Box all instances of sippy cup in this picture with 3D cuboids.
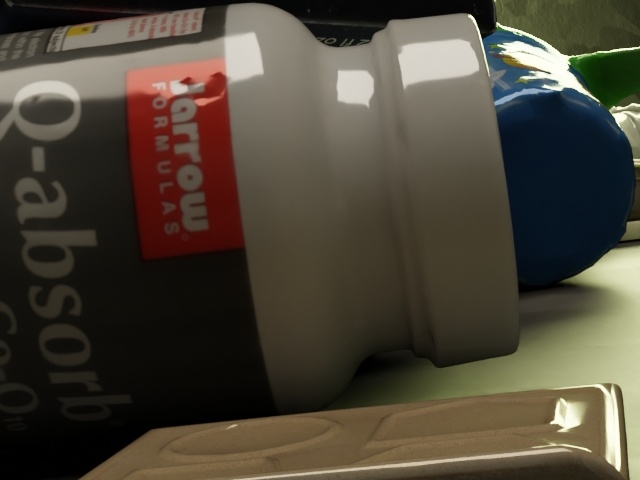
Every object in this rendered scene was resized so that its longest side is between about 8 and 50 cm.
[{"bbox_3d":[0.163,-0.064,1.342,0.240,0.306,0.224,23,7,-14],"label":"sippy cup"}]

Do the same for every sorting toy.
[{"bbox_3d":[0.009,0.083,0.531,0.193,0.038,0.208,-7,-2,11],"label":"sorting toy"}]

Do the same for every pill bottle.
[{"bbox_3d":[-0.094,-0.006,0.770,0.362,0.210,0.210,-8,3,3],"label":"pill bottle"}]

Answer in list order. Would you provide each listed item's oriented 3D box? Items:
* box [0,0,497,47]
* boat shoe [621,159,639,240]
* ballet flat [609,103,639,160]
[{"bbox_3d":[-0.095,-0.167,0.957,0.296,0.183,0.294,-1,-11,-26],"label":"box"},{"bbox_3d":[0.432,-0.064,1.675,0.324,0.097,0.116,-7,2,0],"label":"boat shoe"},{"bbox_3d":[0.277,-0.074,1.787,0.408,0.147,0.147,-15,1,17],"label":"ballet flat"}]
